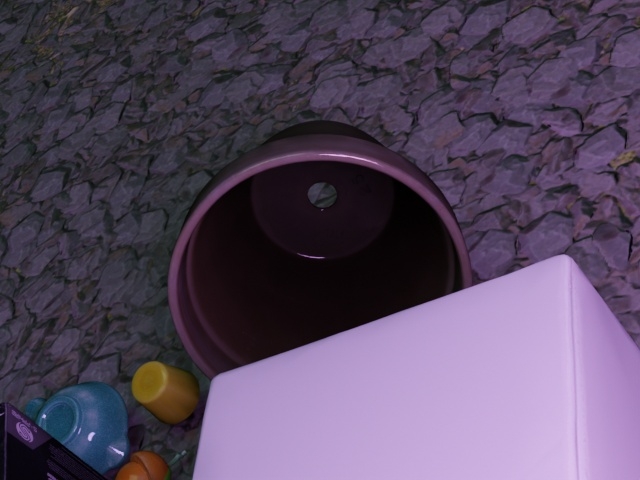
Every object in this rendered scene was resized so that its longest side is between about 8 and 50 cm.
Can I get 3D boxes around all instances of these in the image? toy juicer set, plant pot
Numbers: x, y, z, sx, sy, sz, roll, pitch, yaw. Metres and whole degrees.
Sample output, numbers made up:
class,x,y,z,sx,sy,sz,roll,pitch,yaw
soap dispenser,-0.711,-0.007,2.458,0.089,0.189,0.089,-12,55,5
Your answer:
class,x,y,z,sx,sy,sz,roll,pitch,yaw
toy juicer set,-0.298,0.267,1.738,0.329,0.089,0.209,-11,62,25
plant pot,0.000,0.000,1.634,0.323,0.323,0.280,-27,21,12

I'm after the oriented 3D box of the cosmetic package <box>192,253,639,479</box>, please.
class,x,y,z,sx,sy,sz,roll,pitch,yaw
cosmetic package,0.135,0.290,1.082,0.329,0.393,0.327,-21,39,27

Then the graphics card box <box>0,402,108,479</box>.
class,x,y,z,sx,sy,sz,roll,pitch,yaw
graphics card box,-0.283,0.373,1.441,0.094,0.233,0.371,-25,46,16
